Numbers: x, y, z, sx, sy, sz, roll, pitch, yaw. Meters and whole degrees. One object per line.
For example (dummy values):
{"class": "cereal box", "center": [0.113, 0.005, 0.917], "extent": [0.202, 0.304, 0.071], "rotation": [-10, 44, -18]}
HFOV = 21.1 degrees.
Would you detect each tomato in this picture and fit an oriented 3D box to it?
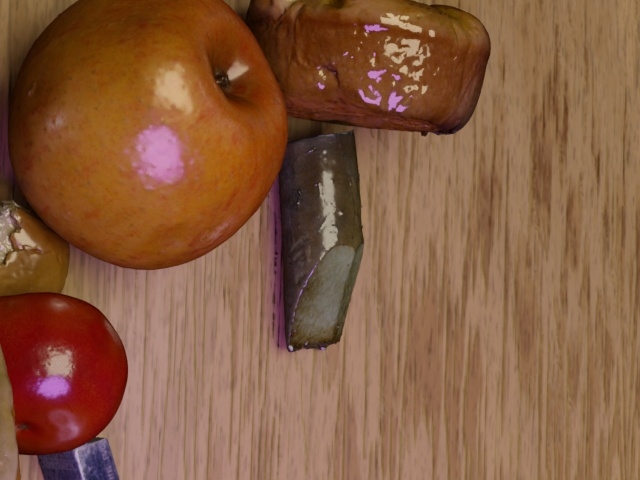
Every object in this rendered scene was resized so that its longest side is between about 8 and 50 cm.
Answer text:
{"class": "tomato", "center": [-0.294, 0.140, 1.757], "extent": [0.195, 0.195, 0.136], "rotation": [29, 39, -29]}

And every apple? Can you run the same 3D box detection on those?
{"class": "apple", "center": [-0.172, -0.127, 1.796], "extent": [0.299, 0.275, 0.299], "rotation": [25, 49, -32]}

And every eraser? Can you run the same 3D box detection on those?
{"class": "eraser", "center": [-0.239, 0.313, 1.845], "extent": [0.046, 0.092, 0.212], "rotation": [-20, 99, -35]}

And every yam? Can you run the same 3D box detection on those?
{"class": "yam", "center": [0.000, 0.000, 2.025], "extent": [0.106, 0.106, 0.259], "rotation": [-2, 87, -34]}

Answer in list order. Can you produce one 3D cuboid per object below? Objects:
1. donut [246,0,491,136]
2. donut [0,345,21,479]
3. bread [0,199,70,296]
{"class": "donut", "center": [0.054, -0.206, 1.952], "extent": [0.317, 0.299, 0.150], "rotation": [9, 89, -49]}
{"class": "donut", "center": [-0.473, 0.203, 1.519], "extent": [0.198, 0.449, 0.449], "rotation": [58, 50, -63]}
{"class": "bread", "center": [-0.321, 0.029, 1.815], "extent": [0.106, 0.082, 0.125], "rotation": [27, 69, -23]}
